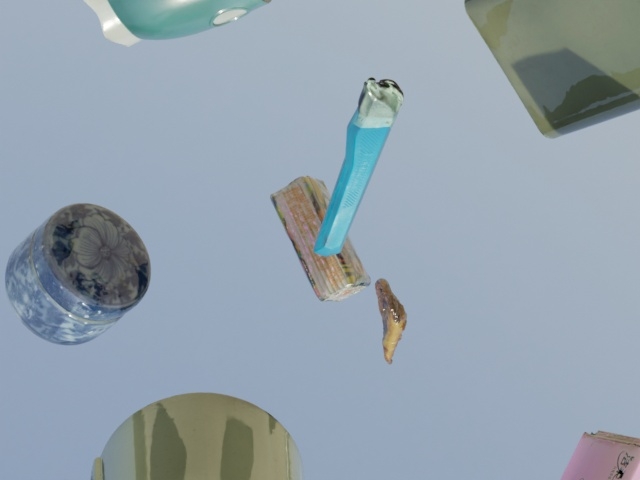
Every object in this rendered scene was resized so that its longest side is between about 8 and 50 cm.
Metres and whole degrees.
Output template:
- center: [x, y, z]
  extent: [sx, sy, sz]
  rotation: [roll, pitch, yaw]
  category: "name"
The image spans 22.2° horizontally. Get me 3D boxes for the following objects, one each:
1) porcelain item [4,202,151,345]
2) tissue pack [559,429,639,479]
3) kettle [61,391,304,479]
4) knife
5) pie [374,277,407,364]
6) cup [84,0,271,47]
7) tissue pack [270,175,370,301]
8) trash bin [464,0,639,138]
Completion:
- center: [-0.282, 0.038, 1.909]
  extent: [0.147, 0.114, 0.147]
  rotation: [23, -130, -31]
  category: "porcelain item"
- center: [0.294, 0.276, 1.332]
  extent: [0.246, 0.148, 0.092]
  rotation: [34, 165, -22]
  category: "tissue pack"
- center: [-0.180, 0.362, 1.798]
  extent: [0.361, 0.250, 0.376]
  rotation: [8, -156, -10]
  category: "kettle"
- center: [0.032, -0.068, 1.614]
  extent: [0.044, 0.296, 0.026]
  rotation: [-4, -122, -17]
  category: "knife"
- center: [0.094, 0.097, 2.235]
  extent: [0.033, 0.191, 0.088]
  rotation: [-16, -113, -8]
  category: "pie"
- center: [-0.163, -0.290, 1.746]
  extent: [0.167, 0.173, 0.300]
  rotation: [67, -166, 11]
  category: "cup"
- center: [0.000, 0.000, 1.982]
  extent: [0.148, 0.060, 0.108]
  rotation: [65, -167, 7]
  category: "tissue pack"
- center: [0.264, -0.197, 1.424]
  extent: [0.122, 0.240, 0.164]
  rotation: [-37, -78, -25]
  category: "trash bin"
